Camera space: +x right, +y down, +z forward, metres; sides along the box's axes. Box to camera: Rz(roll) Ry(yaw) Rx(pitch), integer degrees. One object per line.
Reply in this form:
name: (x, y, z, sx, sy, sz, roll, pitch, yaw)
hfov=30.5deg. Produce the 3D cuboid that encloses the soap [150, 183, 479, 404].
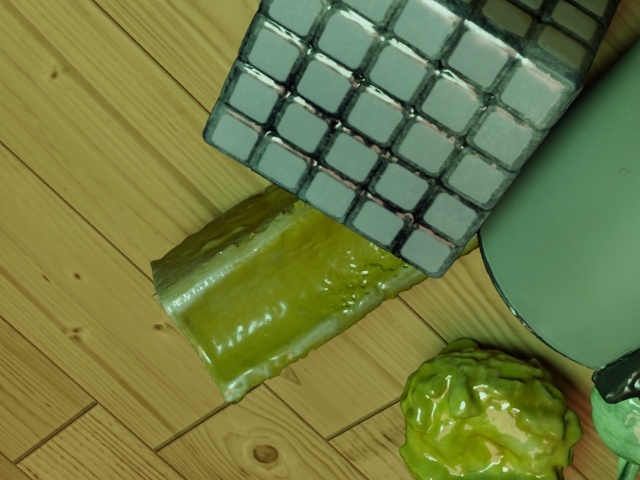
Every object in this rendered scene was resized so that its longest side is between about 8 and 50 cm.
soap: (0.000, 0.000, 1.240, 0.339, 0.304, 0.169, -33, 104, -2)

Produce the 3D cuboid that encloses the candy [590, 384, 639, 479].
candy: (0.302, 0.297, 1.225, 0.119, 0.119, 0.439, 17, 117, 13)

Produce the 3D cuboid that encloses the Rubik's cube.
Rubik's cube: (0.080, -0.157, 0.947, 0.238, 0.237, 0.237, 32, 131, -1)

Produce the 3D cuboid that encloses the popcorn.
popcorn: (0.179, 0.197, 1.239, 0.198, 0.155, 0.197, 6, 107, 21)

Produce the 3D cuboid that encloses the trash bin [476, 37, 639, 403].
trash bin: (0.288, -0.044, 0.942, 0.217, 0.277, 0.262, 2, 148, -33)
